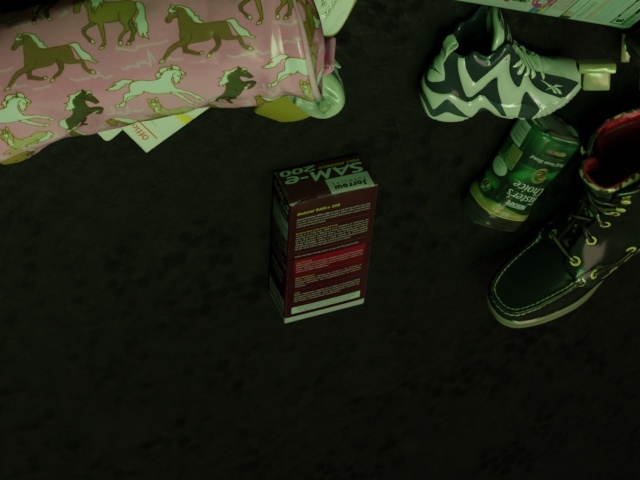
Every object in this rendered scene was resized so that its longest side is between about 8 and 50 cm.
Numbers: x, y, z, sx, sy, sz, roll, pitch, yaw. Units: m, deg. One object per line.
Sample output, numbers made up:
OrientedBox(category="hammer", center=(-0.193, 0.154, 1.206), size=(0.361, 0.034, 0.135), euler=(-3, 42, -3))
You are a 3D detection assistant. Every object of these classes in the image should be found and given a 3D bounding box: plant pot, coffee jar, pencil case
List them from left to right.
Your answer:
OrientedBox(category="pencil case", center=(-0.181, -0.191, 1.348), size=(0.386, 0.167, 0.160), euler=(-11, 98, 8))
OrientedBox(category="plant pot", center=(-0.044, -0.192, 1.572), size=(0.081, 0.081, 0.083), euler=(15, 140, -39))
OrientedBox(category="coffee jar", center=(0.287, -0.097, 1.846), size=(0.096, 0.079, 0.184), euler=(8, 128, -35))

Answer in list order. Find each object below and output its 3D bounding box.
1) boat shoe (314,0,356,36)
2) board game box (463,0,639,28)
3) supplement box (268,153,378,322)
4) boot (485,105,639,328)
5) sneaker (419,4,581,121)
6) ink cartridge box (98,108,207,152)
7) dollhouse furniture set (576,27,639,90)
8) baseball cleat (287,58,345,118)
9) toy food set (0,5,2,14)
OrientedBox(category="boat shoe", center=(0.018, -0.347, 1.427), size=(0.096, 0.098, 0.277), euler=(3, 133, -29))
OrientedBox(category="board game box", center=(0.313, -0.364, 1.516), size=(0.303, 0.097, 0.224), euler=(3, 154, -32))
OrientedBox(category="supplement box", center=(0.000, 0.000, 1.794), size=(0.130, 0.073, 0.239), euler=(-13, 138, -18))
OrientedBox(category="boot", center=(0.401, -0.037, 1.880), size=(0.377, 0.138, 0.284), euler=(-30, 154, -4))
OrientedBox(category="sneaker", center=(0.251, -0.241, 1.666), size=(0.235, 0.094, 0.153), euler=(-4, 143, -12))
OrientedBox(category="ink cartridge box", center=(-0.197, -0.184, 1.501), size=(0.198, 0.067, 0.115), euler=(-35, 139, 8))
OrientedBox(category="dollhouse furniture set", center=(0.510, -0.317, 1.707), size=(0.355, 0.303, 0.174), euler=(0, 109, 5))
OrientedBox(category="baseball cleat", center=(-0.052, -0.224, 1.474), size=(0.072, 0.109, 0.206), euler=(-37, 106, 20))
OrientedBox(category="toy food set", center=(-0.374, -0.265, 1.359), size=(0.078, 0.019, 0.122), euler=(-3, 143, -29))
